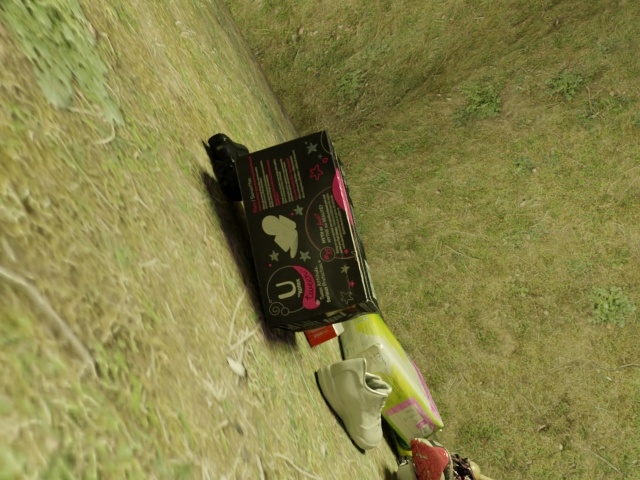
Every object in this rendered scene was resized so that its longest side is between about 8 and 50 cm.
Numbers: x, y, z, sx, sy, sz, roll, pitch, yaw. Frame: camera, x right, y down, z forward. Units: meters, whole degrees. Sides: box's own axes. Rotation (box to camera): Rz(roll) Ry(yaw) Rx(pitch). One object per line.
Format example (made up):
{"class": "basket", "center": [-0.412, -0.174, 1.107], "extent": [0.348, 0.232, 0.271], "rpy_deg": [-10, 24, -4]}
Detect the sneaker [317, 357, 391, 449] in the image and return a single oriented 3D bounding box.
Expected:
{"class": "sneaker", "center": [0.077, 0.264, 0.910], "extent": [0.212, 0.094, 0.080], "rpy_deg": [60, 6, -40]}

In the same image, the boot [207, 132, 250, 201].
{"class": "boot", "center": [-0.131, -0.108, 0.889], "extent": [0.099, 0.045, 0.121], "rpy_deg": [66, 10, 15]}

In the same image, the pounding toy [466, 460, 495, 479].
{"class": "pounding toy", "center": [0.317, 0.610, 1.374], "extent": [0.183, 0.237, 0.110], "rpy_deg": [40, 57, -22]}

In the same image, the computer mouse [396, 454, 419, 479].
{"class": "computer mouse", "center": [0.181, 0.491, 1.156], "extent": [0.193, 0.042, 0.106], "rpy_deg": [64, 10, -63]}

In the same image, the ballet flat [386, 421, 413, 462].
{"class": "ballet flat", "center": [0.200, 0.459, 1.379], "extent": [0.231, 0.077, 0.077], "rpy_deg": [-94, 179, -68]}

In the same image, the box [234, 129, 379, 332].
{"class": "box", "center": [-0.017, -0.003, 0.818], "extent": [0.163, 0.142, 0.247], "rpy_deg": [48, 29, -73]}

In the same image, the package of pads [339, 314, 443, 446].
{"class": "package of pads", "center": [0.153, 0.301, 1.295], "extent": [0.296, 0.101, 0.229], "rpy_deg": [53, 9, -20]}

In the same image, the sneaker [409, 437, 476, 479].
{"class": "sneaker", "center": [0.247, 0.456, 1.100], "extent": [0.299, 0.112, 0.120], "rpy_deg": [66, 7, -52]}

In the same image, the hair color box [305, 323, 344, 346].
{"class": "hair color box", "center": [-0.020, 0.094, 0.976], "extent": [0.093, 0.053, 0.167], "rpy_deg": [22, 44, -80]}
